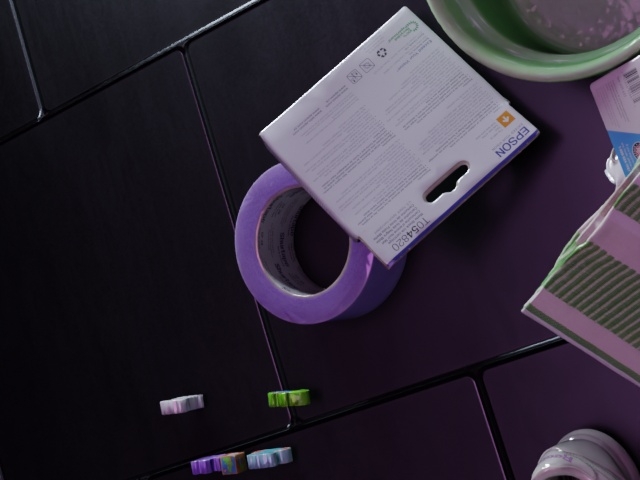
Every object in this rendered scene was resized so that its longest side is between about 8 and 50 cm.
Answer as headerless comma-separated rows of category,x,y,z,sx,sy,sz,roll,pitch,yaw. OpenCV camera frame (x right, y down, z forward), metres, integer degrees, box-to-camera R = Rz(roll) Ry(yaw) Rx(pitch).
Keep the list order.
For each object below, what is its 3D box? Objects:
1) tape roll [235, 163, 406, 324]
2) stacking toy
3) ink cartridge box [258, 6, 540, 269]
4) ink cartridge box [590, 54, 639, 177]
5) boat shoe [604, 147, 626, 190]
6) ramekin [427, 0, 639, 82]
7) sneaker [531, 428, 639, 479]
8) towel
tape roll,0.000,0.000,1.551,0.189,0.080,0.189,1,92,31
stacking toy,-0.092,0.268,1.638,0.221,0.052,0.167,-8,89,30
ink cartridge box,0.085,-0.108,1.460,0.223,0.045,0.224,-41,66,-3
ink cartridge box,0.346,-0.135,1.223,0.180,0.060,0.104,-29,73,41
boat shoe,0.319,-0.069,1.345,0.075,0.083,0.226,12,98,30
ramekin,0.260,-0.303,1.337,0.303,0.148,0.304,1,92,32
sneaker,0.298,0.337,1.331,0.114,0.152,0.305,-38,73,25
towel,0.361,0.025,1.241,0.248,0.038,0.325,34,132,3
